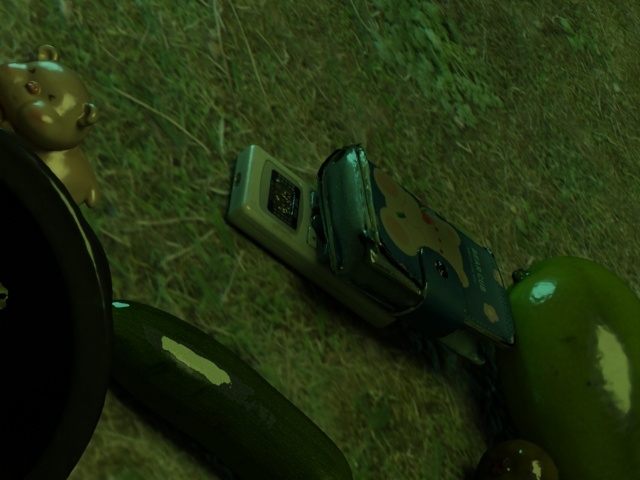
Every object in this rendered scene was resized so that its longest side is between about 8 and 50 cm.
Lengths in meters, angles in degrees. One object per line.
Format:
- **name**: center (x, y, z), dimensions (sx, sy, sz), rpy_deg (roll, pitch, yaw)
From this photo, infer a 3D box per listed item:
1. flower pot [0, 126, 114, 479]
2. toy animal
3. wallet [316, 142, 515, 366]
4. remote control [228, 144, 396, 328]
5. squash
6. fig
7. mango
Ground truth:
- **flower pot**: center (-0.202, 0.037, 0.772), dimensions (0.235, 0.235, 0.148), rpy_deg (56, 12, 1)
- **toy animal**: center (-0.193, -0.078, 0.984), dimensions (0.091, 0.082, 0.114), rpy_deg (-5, 66, -54)
- **wallet**: center (0.082, 0.017, 1.235), dimensions (0.202, 0.059, 0.141), rpy_deg (36, 30, -37)
- **remote control**: center (0.000, 0.000, 1.222), dimensions (0.190, 0.029, 0.087), rpy_deg (38, 36, -26)
- **squash**: center (-0.058, 0.123, 0.991), dimensions (0.258, 0.069, 0.069), rpy_deg (41, 34, -21)
- **fig**: center (0.171, 0.211, 1.217), dimensions (0.088, 0.074, 0.074), rpy_deg (44, 31, -43)
- **mango**: center (0.244, 0.140, 1.296), dimensions (0.185, 0.149, 0.273), rpy_deg (45, 31, -55)
